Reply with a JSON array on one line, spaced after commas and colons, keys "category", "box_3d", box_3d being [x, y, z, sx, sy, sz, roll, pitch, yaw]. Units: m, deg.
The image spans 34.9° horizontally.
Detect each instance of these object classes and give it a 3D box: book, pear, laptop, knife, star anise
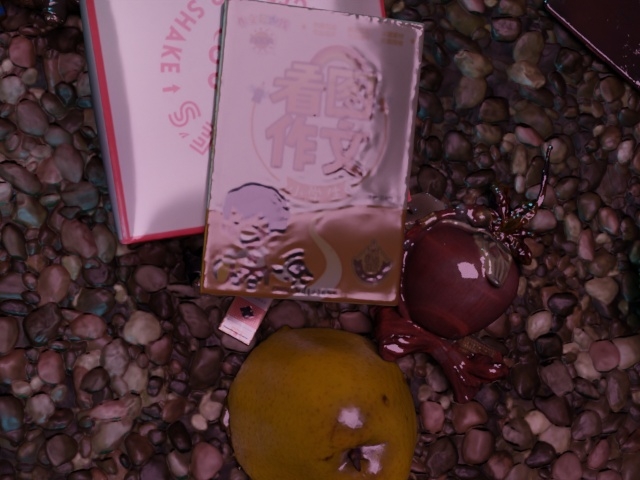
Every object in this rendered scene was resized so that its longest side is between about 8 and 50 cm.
[{"category": "book", "box_3d": [-0.007, -0.085, 1.028, 0.208, 0.020, 0.295, 4, 93, -13]}, {"category": "pear", "box_3d": [0.025, 0.218, 1.227, 0.267, 0.178, 0.266, 3, 79, -15]}, {"category": "laptop", "box_3d": [0.432, -0.321, 1.455, 0.207, 0.026, 0.154, 39, 79, -4]}, {"category": "knife", "box_3d": [-0.001, 0.003, 1.310, 0.365, 0.043, 0.089, -14, 59, -16]}, {"category": "star anise", "box_3d": [0.262, -0.039, 1.356, 0.097, 0.070, 0.190, 21, 91, 2]}]

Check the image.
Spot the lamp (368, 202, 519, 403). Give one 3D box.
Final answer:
[{"category": "lamp", "box_3d": [0.174, 0.067, 1.292, 0.215, 0.151, 0.223, 28, 118, -12]}]

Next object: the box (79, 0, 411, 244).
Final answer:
[{"category": "box", "box_3d": [-0.103, -0.171, 1.164, 0.315, 0.300, 0.312, -9, 95, -13]}]

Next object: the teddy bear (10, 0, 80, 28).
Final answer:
[{"category": "teddy bear", "box_3d": [-0.354, -0.319, 1.270, 0.161, 0.078, 0.119, 12, 58, -27]}]

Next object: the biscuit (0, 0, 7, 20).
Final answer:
[{"category": "biscuit", "box_3d": [-0.455, -0.306, 1.270, 0.130, 0.019, 0.119, 17, 80, -10]}]

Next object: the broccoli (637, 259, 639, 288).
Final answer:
[{"category": "broccoli", "box_3d": [0.564, 0.073, 1.318, 0.263, 0.243, 0.247, 32, 65, -12]}]

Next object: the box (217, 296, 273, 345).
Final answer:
[{"category": "box", "box_3d": [-0.092, 0.088, 1.299, 0.046, 0.012, 0.083, 29, 78, -7]}]
